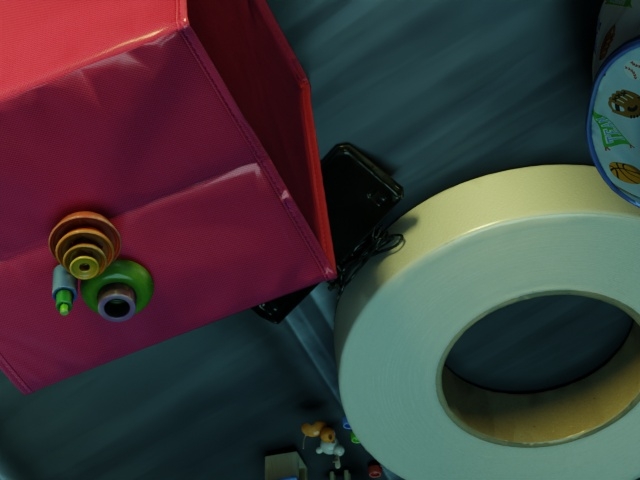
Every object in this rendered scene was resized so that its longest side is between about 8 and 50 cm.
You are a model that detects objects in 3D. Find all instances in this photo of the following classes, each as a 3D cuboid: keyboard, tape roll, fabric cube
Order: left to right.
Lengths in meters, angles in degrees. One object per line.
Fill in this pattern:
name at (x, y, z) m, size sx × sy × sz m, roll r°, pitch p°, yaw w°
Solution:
fabric cube at (-0.161, -0.089, 1.183) m, size 0.258 × 0.254 × 0.259 m, roll -21°, pitch 129°, yaw 10°
keyboard at (0.000, 0.000, 1.429) m, size 0.100 × 0.038 × 0.192 m, roll 41°, pitch 120°, yaw -7°
tape roll at (0.206, 0.100, 1.502) m, size 0.392 × 0.072 × 0.392 m, roll -3°, pitch 130°, yaw -3°

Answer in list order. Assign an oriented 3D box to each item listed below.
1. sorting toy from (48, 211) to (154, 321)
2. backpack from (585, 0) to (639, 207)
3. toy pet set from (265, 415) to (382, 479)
sorting toy at (-0.154, 0.028, 1.088) m, size 0.061 × 0.042 × 0.102 m, roll -20°, pitch 130°, yaw 10°
backpack at (0.338, -0.107, 1.243) m, size 0.263 × 0.213 × 0.276 m, roll 7°, pitch 137°, yaw 19°
toy pet set at (-0.003, 0.239, 1.591) m, size 0.114 × 0.065 × 0.122 m, roll -11°, pitch 143°, yaw 12°
